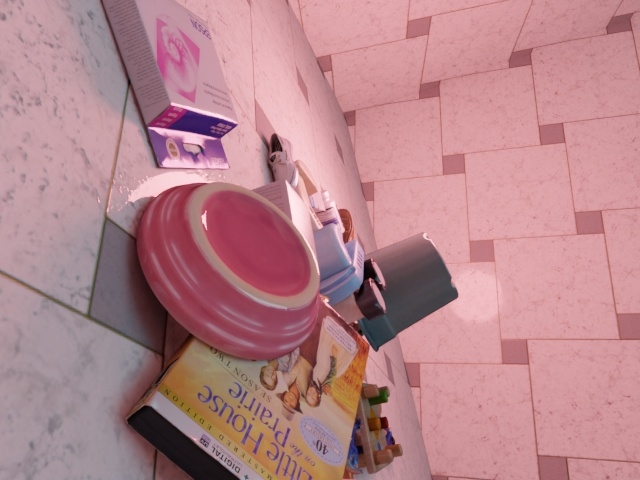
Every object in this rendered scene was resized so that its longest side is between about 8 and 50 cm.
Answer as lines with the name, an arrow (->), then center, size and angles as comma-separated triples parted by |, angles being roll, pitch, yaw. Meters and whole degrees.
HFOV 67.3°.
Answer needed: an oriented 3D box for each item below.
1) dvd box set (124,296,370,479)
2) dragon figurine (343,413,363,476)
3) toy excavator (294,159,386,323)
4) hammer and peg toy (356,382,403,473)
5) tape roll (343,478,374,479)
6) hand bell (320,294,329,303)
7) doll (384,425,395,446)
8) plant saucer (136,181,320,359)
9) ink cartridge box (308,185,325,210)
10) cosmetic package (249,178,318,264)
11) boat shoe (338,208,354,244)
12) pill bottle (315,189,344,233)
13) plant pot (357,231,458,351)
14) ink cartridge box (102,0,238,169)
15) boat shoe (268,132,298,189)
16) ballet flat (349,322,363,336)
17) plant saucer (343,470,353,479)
dvd box set -> -0.068, 0.213, 0.768 | 0.307, 0.062, 0.420 | 45, 28, -9
dragon figurine -> 0.038, 0.436, 1.055 | 0.289, 0.085, 0.144 | 56, 21, -58
toy excavator -> 0.000, 0.000, 1.409 | 0.445, 0.222, 0.433 | 61, 15, -16
hammer and peg toy -> 0.178, 0.594, 1.538 | 0.361, 0.127, 0.266 | 46, 31, -64
tape roll -> 0.086, 0.592, 0.920 | 0.246, 0.169, 0.246 | 2, 90, -88
hand bell -> -0.090, 0.070, 1.174 | 0.242, 0.126, 0.126 | 61, 14, -4
doll -> 0.262, 0.772, 1.853 | 0.129, 0.046, 0.189 | -86, 155, -54
plant saucer -> -0.121, 0.025, 0.772 | 0.332, 0.084, 0.332 | 33, 31, -23
ink cartridge box -> -0.043, -0.149, 1.668 | 0.180, 0.060, 0.104 | 11, 62, -75
cosmetic package -> -0.104, -0.005, 1.043 | 0.151, 0.151, 0.183 | 48, 30, -63
boat shoe -> 0.087, 0.021, 1.933 | 0.104, 0.111, 0.307 | 61, 28, -56
pill bottle -> 0.022, -0.099, 1.804 | 0.094, 0.094, 0.169 | -62, 134, -72
plant pot -> 0.263, 0.154, 1.642 | 0.341, 0.334, 0.341 | 62, 6, -12
ink cartridge box -> -0.263, -0.307, 0.943 | 0.324, 0.071, 0.330 | -39, 110, -76
boat shoe -> -0.124, -0.232, 1.437 | 0.076, 0.083, 0.226 | 35, 30, -39
ballet flat -> 0.106, 0.313, 1.698 | 0.077, 0.091, 0.241 | 51, 2, 17
plant saucer -> 0.043, 0.579, 1.203 | 0.200, 0.037, 0.200 | -17, 90, -76
